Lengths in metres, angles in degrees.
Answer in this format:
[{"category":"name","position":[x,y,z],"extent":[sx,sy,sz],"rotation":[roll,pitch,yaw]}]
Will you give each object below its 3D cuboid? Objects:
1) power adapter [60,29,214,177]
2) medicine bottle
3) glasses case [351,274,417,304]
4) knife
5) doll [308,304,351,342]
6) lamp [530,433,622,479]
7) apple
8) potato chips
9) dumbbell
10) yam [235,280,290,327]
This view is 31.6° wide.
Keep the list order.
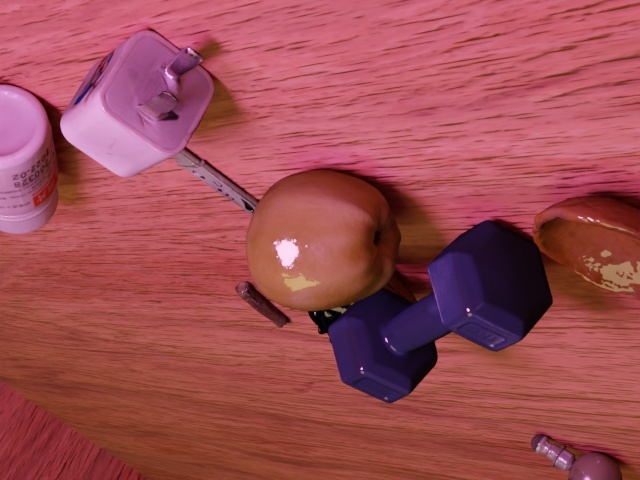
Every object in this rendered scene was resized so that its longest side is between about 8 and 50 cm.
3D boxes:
[{"category":"power adapter","position":[-0.206,-0.170,1.357],"extent":[0.125,0.130,0.205],"rotation":[36,152,-22]},{"category":"medicine bottle","position":[-0.468,-0.114,1.697],"extent":[0.144,0.144,0.252],"rotation":[24,153,2]},{"category":"glasses case","position":[0.045,0.045,1.625],"extent":[0.234,0.064,0.079],"rotation":[39,146,-29]},{"category":"knife","position":[-0.191,-0.115,1.584],"extent":[0.293,0.020,0.043],"rotation":[36,152,-24]},{"category":"doll","position":[0.027,0.115,1.773],"extent":[0.127,0.088,0.249],"rotation":[-8,154,18]},{"category":"lamp","position":[0.430,0.383,1.931],"extent":[0.163,0.091,0.091],"rotation":[32,159,23]},{"category":"apple","position":[0.000,0.000,1.447],"extent":[0.200,0.200,0.200],"rotation":[21,155,10]},{"category":"potato chips","position":[0.343,0.003,1.268],"extent":[0.208,0.062,0.195],"rotation":[16,159,17]},{"category":"dumbbell","position":[0.149,0.100,1.480],"extent":[0.144,0.160,0.325],"rotation":[52,141,0]},{"category":"yam","position":[-0.095,0.115,1.943],"extent":[0.033,0.027,0.129],"rotation":[-1,145,47]}]
